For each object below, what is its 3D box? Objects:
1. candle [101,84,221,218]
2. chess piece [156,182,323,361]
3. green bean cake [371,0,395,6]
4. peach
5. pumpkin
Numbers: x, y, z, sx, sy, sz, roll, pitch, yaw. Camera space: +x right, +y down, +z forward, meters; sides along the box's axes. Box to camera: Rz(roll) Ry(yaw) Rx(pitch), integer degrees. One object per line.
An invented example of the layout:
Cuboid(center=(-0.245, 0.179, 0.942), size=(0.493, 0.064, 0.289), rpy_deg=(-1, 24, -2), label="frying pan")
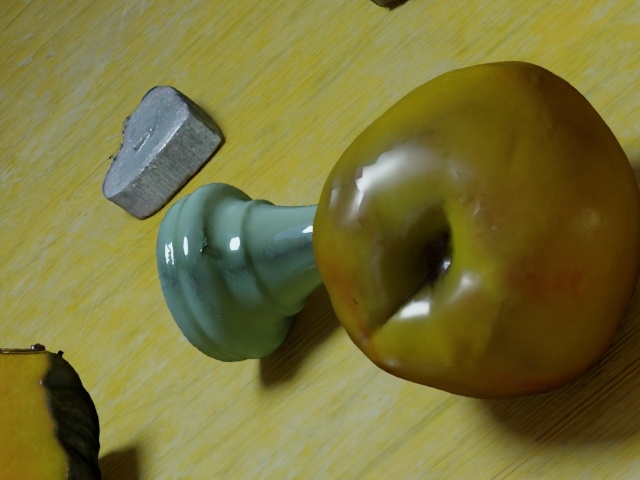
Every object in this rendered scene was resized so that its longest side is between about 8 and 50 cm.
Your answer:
Cuboid(center=(-0.206, -0.128, 2.186), size=(0.168, 0.068, 0.192), rpy_deg=(-19, 43, 44), label="candle")
Cuboid(center=(0.000, 0.000, 1.700), size=(0.299, 0.194, 0.195), rpy_deg=(-19, 41, 26), label="chess piece")
Cuboid(center=(0.125, -0.418, 2.032), size=(0.224, 0.131, 0.230), rpy_deg=(-20, 44, 42), label="green bean cake")
Cuboid(center=(0.149, -0.016, 1.445), size=(0.289, 0.289, 0.308), rpy_deg=(-28, 1, 30), label="peach")
Cuboid(center=(-0.372, 0.272, 1.785), size=(0.303, 0.256, 0.225), rpy_deg=(-43, 32, 39), label="pumpkin")
